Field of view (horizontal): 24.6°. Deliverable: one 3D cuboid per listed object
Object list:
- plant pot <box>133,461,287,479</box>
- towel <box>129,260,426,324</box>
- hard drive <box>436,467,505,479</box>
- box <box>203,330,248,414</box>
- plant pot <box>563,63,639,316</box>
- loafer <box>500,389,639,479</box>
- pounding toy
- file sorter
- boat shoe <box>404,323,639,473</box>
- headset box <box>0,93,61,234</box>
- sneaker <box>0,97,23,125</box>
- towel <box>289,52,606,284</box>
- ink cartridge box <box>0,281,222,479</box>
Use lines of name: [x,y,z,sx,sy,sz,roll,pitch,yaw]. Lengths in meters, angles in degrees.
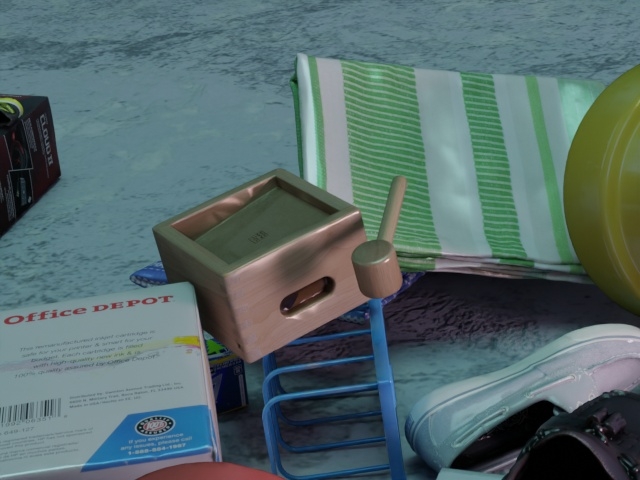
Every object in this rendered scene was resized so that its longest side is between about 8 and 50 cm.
plant pot: [-0.072,0.264,0.821,0.275,0.275,0.243,-2,18,5]
towel: [0.000,0.000,1.452,0.243,0.040,0.336,7,18,23]
hard drive: [0.211,0.247,1.013,0.307,0.040,0.203,5,29,17]
box: [-0.150,0.132,1.268,0.169,0.059,0.054,-16,31,-20]
plant pot: [0.367,-0.035,1.228,0.254,0.254,0.239,-13,9,-14]
loafer: [0.174,0.178,1.000,0.109,0.095,0.302,11,32,27]
pounding toy: [-0.001,0.022,1.166,0.181,0.094,0.206,-27,30,-23]
file sorter: [0.009,0.124,1.199,0.104,0.118,0.170,-9,27,2]
boat shoe: [0.184,0.140,1.194,0.227,0.079,0.081,-19,40,-15]
headset box: [-0.445,-0.078,1.663,0.218,0.110,0.293,4,29,16]
sneaker: [-0.373,-0.143,1.623,0.083,0.031,0.035,0,29,3]
towel: [0.137,-0.070,1.378,0.325,0.038,0.248,3,55,-13]
ink cartridge box: [-0.159,0.165,1.088,0.171,0.168,0.233,-8,28,-4]
